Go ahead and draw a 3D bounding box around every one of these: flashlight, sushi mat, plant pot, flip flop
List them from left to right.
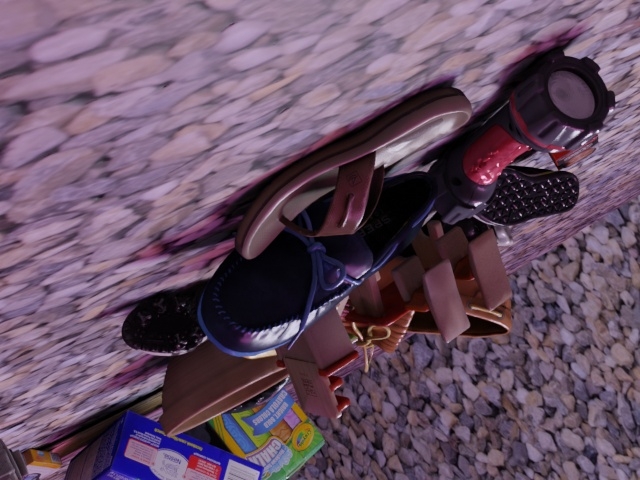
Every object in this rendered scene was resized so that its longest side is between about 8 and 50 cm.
[{"bbox_3d":[-0.364,0.322,2.393,0.317,0.019,0.151,-26,171,-15],"label":"sushi mat"},{"bbox_3d":[-0.153,0.195,2.060,0.237,0.109,0.237,-27,171,-4],"label":"plant pot"},{"bbox_3d":[0.036,-0.055,1.350,0.277,0.080,0.112,-30,171,5],"label":"flip flop"},{"bbox_3d":[0.215,-0.104,1.549,0.103,0.103,0.304,-25,169,-30],"label":"flashlight"}]

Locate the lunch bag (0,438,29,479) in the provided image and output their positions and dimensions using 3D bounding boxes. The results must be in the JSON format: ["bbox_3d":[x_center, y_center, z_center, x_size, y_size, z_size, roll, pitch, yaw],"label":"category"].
[{"bbox_3d":[-0.478,0.310,1.392,0.305,0.212,0.256,-17,165,-47],"label":"lunch bag"}]

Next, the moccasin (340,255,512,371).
[{"bbox_3d":[0.099,0.106,1.987,0.380,0.147,0.139,1,155,-21],"label":"moccasin"}]

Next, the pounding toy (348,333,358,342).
[{"bbox_3d":[0.038,0.099,2.162,0.237,0.110,0.183,-33,180,-34],"label":"pounding toy"}]

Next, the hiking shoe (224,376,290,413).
[{"bbox_3d":[-0.077,0.215,2.379,0.304,0.113,0.132,-29,170,1],"label":"hiking shoe"}]

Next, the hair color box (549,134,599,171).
[{"bbox_3d":[0.368,-0.143,1.985,0.072,0.043,0.141,-31,171,9],"label":"hair color box"}]

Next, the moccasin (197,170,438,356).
[{"bbox_3d":[0.000,0.000,1.484,0.342,0.137,0.117,-40,176,-41],"label":"moccasin"}]

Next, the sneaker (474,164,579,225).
[{"bbox_3d":[0.275,-0.068,1.982,0.235,0.084,0.097,1,-170,-39],"label":"sneaker"}]

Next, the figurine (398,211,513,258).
[{"bbox_3d":[0.179,0.002,2.123,0.209,0.092,0.215,-23,173,16],"label":"figurine"}]

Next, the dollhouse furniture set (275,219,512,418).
[{"bbox_3d":[0.067,0.087,1.641,0.259,0.135,0.262,-32,-159,-31],"label":"dollhouse furniture set"}]

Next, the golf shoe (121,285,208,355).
[{"bbox_3d":[-0.176,0.107,1.614,0.094,0.077,0.198,-35,168,33],"label":"golf shoe"}]

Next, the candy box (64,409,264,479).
[{"bbox_3d":[-0.289,0.441,2.377,0.317,0.268,0.122,-41,-152,54],"label":"candy box"}]

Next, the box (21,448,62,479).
[{"bbox_3d":[-0.510,0.393,2.268,0.136,0.028,0.081,-29,156,16],"label":"box"}]

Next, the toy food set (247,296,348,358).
[{"bbox_3d":[-0.058,0.081,1.790,0.218,0.071,0.128,-2,117,-50],"label":"toy food set"}]

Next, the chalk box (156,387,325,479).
[{"bbox_3d":[-0.128,0.380,2.494,0.179,0.289,0.180,-37,179,-37],"label":"chalk box"}]
